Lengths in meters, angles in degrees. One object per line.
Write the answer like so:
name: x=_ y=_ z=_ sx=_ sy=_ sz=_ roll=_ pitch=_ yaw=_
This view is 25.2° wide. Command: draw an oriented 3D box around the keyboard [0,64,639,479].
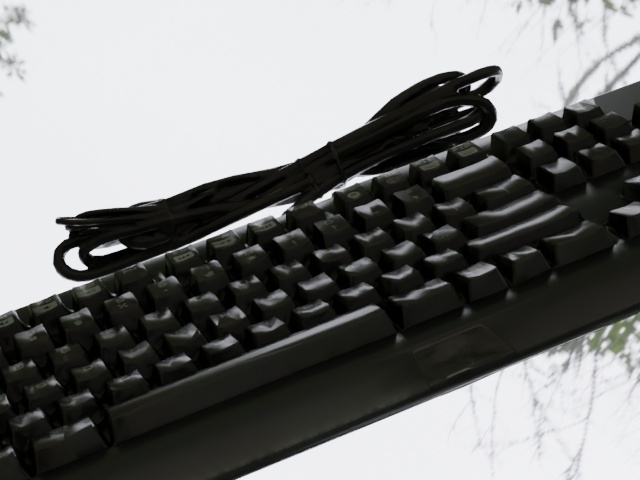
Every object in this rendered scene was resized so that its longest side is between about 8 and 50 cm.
keyboard: x=0.000 y=0.000 z=0.429 sx=0.317 sy=0.201 sz=0.033 roll=-20 pitch=-69 yaw=-15
